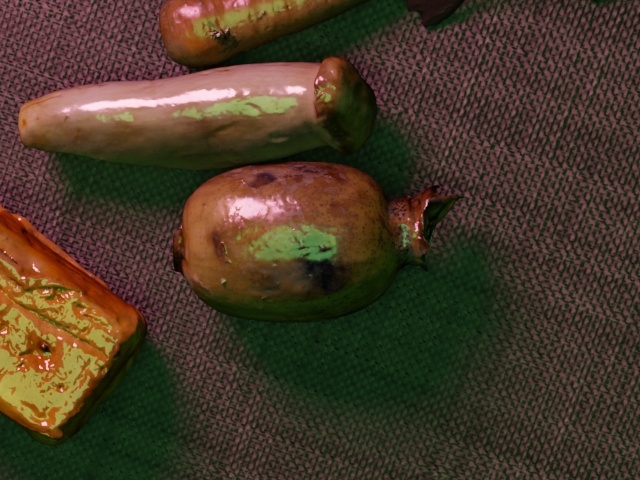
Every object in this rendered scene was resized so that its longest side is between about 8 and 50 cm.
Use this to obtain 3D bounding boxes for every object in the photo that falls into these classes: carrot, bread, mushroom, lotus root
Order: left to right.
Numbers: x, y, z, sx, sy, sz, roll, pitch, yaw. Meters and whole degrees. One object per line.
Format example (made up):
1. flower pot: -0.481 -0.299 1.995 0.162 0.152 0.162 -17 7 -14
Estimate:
1. bread: -0.321 0.062 1.804 0.294 0.132 0.167 36 99 -1
2. mushroom: -0.113 -0.113 1.778 0.333 0.087 0.107 -7 134 11
3. carrot: -0.007 -0.235 1.767 0.298 0.078 0.078 -19 97 3
4. lotus root: 0.000 0.002 1.760 0.278 0.154 0.154 -4 99 3

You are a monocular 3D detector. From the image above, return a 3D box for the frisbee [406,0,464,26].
1. frisbee: 0.160 -0.254 1.744 0.211 0.012 0.187 34 124 -29
